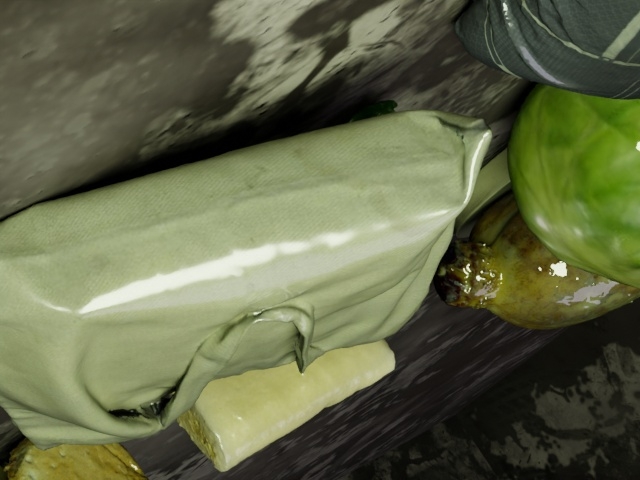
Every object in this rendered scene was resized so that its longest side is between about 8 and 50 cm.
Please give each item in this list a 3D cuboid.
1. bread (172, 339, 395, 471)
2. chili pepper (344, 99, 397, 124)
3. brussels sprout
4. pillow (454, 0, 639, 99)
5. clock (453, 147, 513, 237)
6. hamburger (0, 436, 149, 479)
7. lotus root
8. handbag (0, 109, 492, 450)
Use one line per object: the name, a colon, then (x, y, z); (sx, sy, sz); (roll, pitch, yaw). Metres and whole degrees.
bread: (-0.045, 0.096, 1.104); (0.178, 0.139, 0.060); (-29, 144, -26)
chili pepper: (-0.001, 0.000, 0.989); (0.122, 0.065, 0.279); (-21, 157, -12)
brussels sprout: (0.272, -0.069, 1.083); (0.244, 0.244, 0.244); (-32, 166, -9)
pillow: (0.175, -0.145, 0.729); (0.161, 0.092, 0.335); (1, 174, -6)
clock: (0.225, -0.079, 1.346); (0.235, 0.029, 0.235); (-32, 168, -7)
hamburger: (-0.214, 0.247, 1.134); (0.131, 0.185, 0.159); (-46, 178, 30)
lotus root: (0.245, -0.007, 1.264); (0.309, 0.173, 0.173); (-28, 165, -14)
handbag: (-0.062, 0.034, 0.809); (0.316, 0.109, 0.253); (-18, 157, -13)
